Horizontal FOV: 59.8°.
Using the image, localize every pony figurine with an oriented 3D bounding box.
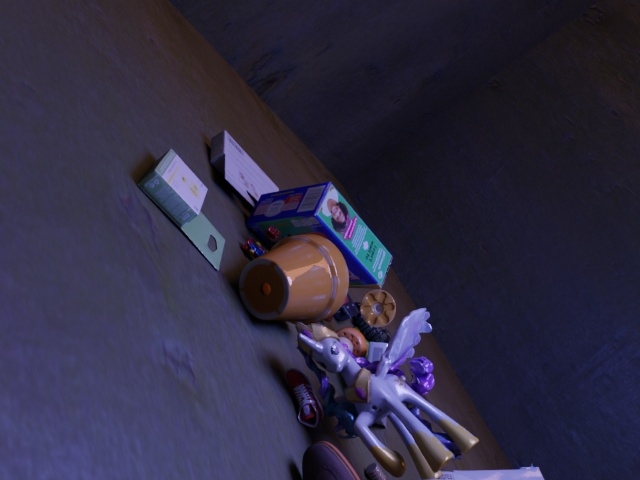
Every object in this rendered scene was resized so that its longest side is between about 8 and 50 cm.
[{"bbox_3d":[0.132,0.295,1.104,0.363,0.303,0.351,45,13,28],"label":"pony figurine"}]

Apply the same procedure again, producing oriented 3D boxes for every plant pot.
[{"bbox_3d":[-0.070,0.091,1.206,0.205,0.205,0.188,58,27,14],"label":"plant pot"}]

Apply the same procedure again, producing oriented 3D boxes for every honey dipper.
[{"bbox_3d":[0.150,0.546,1.185,0.161,0.030,0.030,57,11,-8],"label":"honey dipper"}]

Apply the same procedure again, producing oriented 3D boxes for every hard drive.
[{"bbox_3d":[0.026,0.142,1.780,0.255,0.054,0.172,57,11,9],"label":"hard drive"}]

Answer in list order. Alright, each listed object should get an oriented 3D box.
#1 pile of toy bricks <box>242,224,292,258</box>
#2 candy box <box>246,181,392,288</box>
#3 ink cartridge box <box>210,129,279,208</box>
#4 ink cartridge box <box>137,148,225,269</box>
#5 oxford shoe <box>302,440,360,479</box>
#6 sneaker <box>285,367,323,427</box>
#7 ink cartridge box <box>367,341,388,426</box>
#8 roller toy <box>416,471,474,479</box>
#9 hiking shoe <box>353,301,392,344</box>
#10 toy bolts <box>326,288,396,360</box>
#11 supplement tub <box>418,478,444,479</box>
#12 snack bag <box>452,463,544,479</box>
[{"bbox_3d":[-0.100,0.061,1.410,0.212,0.118,0.105,44,-19,-10],"label":"pile of toy bricks"},{"bbox_3d":[0.000,0.000,1.520,0.317,0.268,0.122,45,56,-34],"label":"candy box"},{"bbox_3d":[-0.214,-0.155,1.629,0.275,0.060,0.239,47,23,-38],"label":"ink cartridge box"},{"bbox_3d":[-0.266,-0.068,1.167,0.235,0.056,0.171,49,12,-20],"label":"ink cartridge box"},{"bbox_3d":[0.015,0.417,0.823,0.098,0.097,0.271,38,20,-40],"label":"oxford shoe"},{"bbox_3d":[-0.033,0.305,1.074,0.118,0.042,0.067,58,8,2],"label":"sneaker"},{"bbox_3d":[0.147,0.375,1.428,0.225,0.056,0.181,72,25,-64],"label":"ink cartridge box"},{"bbox_3d":[0.259,0.573,1.116,0.191,0.209,0.146,40,12,-4],"label":"roller toy"},{"bbox_3d":[0.159,0.296,1.867,0.114,0.086,0.227,26,23,-42],"label":"hiking shoe"},{"bbox_3d":[0.063,0.194,1.468,0.228,0.218,0.158,40,11,24],"label":"toy bolts"},{"bbox_3d":[0.231,0.574,0.895,0.325,0.235,0.235,51,12,-20],"label":"supplement tub"},{"bbox_3d":[0.562,0.807,1.604,0.322,0.037,0.343,4,33,-14],"label":"snack bag"}]
